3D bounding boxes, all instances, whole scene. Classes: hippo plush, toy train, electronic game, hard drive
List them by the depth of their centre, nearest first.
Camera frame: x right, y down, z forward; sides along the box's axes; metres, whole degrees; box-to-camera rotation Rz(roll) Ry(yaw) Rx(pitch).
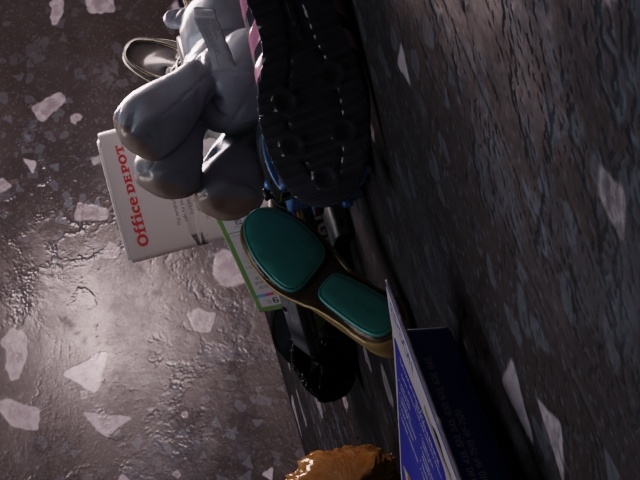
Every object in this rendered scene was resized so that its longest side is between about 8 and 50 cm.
[{"bbox_3d":[-0.009,-0.075,1.564,0.184,0.105,0.080,105,150,-77],"label":"toy train"},{"bbox_3d":[-0.132,-0.193,1.754,0.236,0.234,0.294,-111,11,-51],"label":"hippo plush"},{"bbox_3d":[0.008,-0.063,1.829,0.094,0.022,0.135,108,147,-79],"label":"hard drive"},{"bbox_3d":[-0.035,0.033,1.884,0.229,0.048,0.229,-14,-90,-89],"label":"electronic game"}]

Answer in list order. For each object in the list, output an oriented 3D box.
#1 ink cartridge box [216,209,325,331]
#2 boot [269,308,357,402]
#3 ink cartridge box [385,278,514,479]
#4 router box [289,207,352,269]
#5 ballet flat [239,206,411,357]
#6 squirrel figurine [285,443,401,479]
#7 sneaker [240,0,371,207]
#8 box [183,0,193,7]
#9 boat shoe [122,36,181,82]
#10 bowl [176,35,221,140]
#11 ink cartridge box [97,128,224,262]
[{"bbox_3d":[-0.057,0.025,2.041,0.209,0.062,0.109,65,-148,-19],"label":"ink cartridge box"},{"bbox_3d":[-0.011,0.159,2.186,0.246,0.094,0.207,90,168,-46],"label":"boot"},{"bbox_3d":[0.130,0.231,1.254,0.307,0.072,0.303,85,169,-48],"label":"ink cartridge box"},{"bbox_3d":[0.000,0.000,1.939,0.133,0.046,0.179,113,141,-79],"label":"router box"},{"bbox_3d":[0.004,0.050,1.583,0.232,0.080,0.073,40,170,30],"label":"ballet flat"},{"bbox_3d":[0.035,0.476,1.907,0.397,0.281,0.370,-87,-11,-52],"label":"squirrel figurine"},{"bbox_3d":[-0.013,-0.193,1.452,0.131,0.112,0.319,-44,-56,-78],"label":"sneaker"},{"bbox_3d":[-0.204,-0.471,2.516,0.257,0.079,0.322,143,112,-85],"label":"box"},{"bbox_3d":[-0.210,-0.280,2.447,0.079,0.233,0.084,81,-150,-80],"label":"boat shoe"},{"bbox_3d":[-0.111,-0.219,2.022,0.298,0.134,0.297,165,90,-84],"label":"bowl"},{"bbox_3d":[-0.180,-0.098,2.259,0.115,0.273,0.198,-145,40,-80],"label":"ink cartridge box"}]
